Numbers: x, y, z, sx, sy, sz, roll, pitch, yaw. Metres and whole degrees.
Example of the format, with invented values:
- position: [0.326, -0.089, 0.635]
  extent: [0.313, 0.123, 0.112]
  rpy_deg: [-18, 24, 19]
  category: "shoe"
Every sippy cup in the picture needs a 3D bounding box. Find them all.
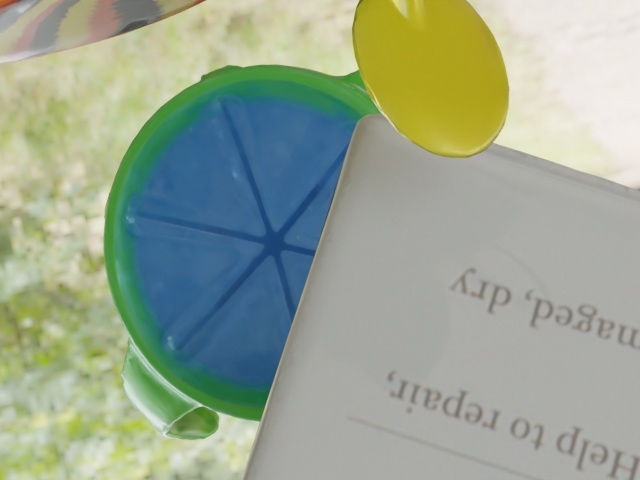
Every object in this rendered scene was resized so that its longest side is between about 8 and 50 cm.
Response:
- position: [0.000, 0.000, 1.323]
  extent: [0.305, 0.240, 0.224]
  rpy_deg: [-13, 177, 19]
  category: "sippy cup"

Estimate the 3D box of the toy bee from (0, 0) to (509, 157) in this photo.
- position: [0.032, -0.120, 0.511]
  extent: [0.298, 0.195, 0.162]
  rpy_deg: [-2, -178, 28]
  category: "toy bee"

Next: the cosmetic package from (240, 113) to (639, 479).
- position: [0.102, 0.224, 0.724]
  extent: [0.327, 0.394, 0.329]
  rpy_deg: [18, 164, 4]
  category: "cosmetic package"
